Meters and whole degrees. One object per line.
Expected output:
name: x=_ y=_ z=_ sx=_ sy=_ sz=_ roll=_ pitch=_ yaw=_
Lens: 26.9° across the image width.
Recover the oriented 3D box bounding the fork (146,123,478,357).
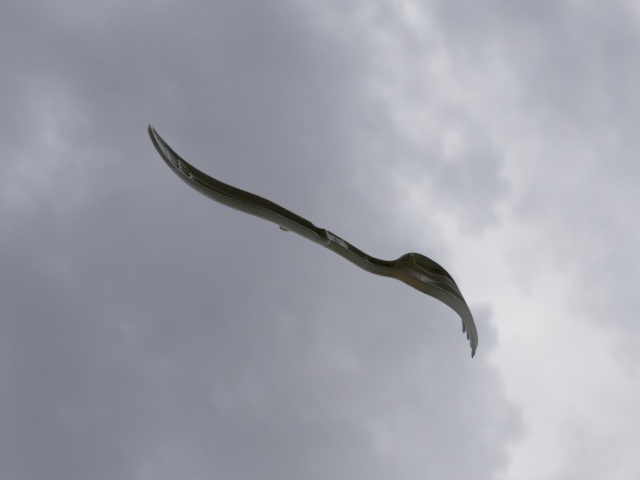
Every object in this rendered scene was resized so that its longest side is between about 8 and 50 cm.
fork: x=0.004 y=-0.004 z=0.672 sx=0.028 sy=0.219 sz=0.034 roll=-45 pitch=-151 yaw=25
